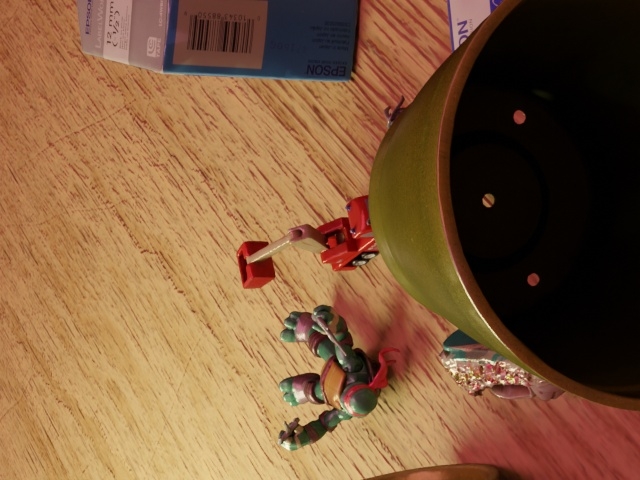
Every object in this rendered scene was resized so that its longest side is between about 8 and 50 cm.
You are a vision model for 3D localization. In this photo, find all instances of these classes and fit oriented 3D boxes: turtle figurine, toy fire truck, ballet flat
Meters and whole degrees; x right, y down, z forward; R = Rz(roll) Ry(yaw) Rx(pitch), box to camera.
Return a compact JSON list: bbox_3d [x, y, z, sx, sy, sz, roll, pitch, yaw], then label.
[{"bbox_3d":[0.009,0.162,2.197,0.234,0.118,0.175,-146,74,-73],"label":"turtle figurine"},{"bbox_3d":[0.000,0.000,2.186,0.192,0.135,0.047,-39,58,54],"label":"toy fire truck"},{"bbox_3d":[0.207,0.121,1.905,0.077,0.091,0.241,61,157,-11],"label":"ballet flat"}]

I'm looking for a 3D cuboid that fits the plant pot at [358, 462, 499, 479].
[{"bbox_3d":[0.079,0.387,1.973,0.276,0.276,0.254,-12,93,60],"label":"plant pot"}]

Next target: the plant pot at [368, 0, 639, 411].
[{"bbox_3d":[0.207,-0.041,1.659,0.353,0.366,0.367,171,97,-72],"label":"plant pot"}]

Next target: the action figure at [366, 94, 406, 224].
[{"bbox_3d":[0.124,-0.054,2.012,0.285,0.099,0.185,-115,33,-41],"label":"action figure"}]

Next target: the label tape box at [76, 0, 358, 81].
[{"bbox_3d":[-0.148,-0.266,2.322,0.347,0.249,0.115,17,106,59],"label":"label tape box"}]

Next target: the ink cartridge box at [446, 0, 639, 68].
[{"bbox_3d":[0.232,-0.303,1.827,0.307,0.072,0.304,-11,82,57],"label":"ink cartridge box"}]
